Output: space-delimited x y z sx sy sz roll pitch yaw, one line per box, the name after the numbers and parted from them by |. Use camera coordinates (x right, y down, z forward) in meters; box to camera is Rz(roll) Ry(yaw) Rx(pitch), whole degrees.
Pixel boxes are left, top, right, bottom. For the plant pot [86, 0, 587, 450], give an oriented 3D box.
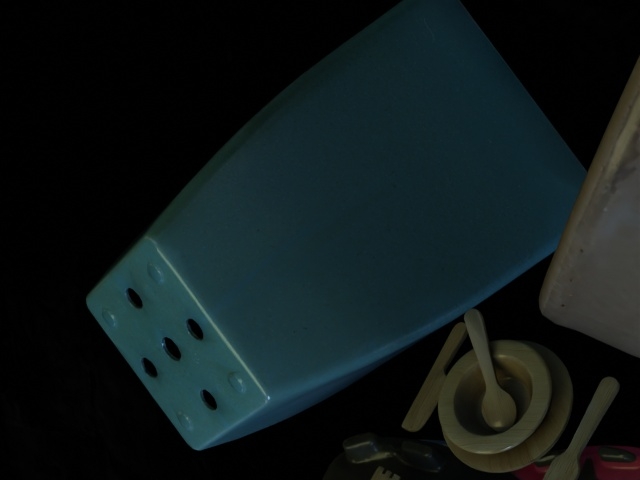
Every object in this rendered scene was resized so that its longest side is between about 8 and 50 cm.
0.000 0.000 0.899 0.165 0.234 0.165 54 145 2 | plant pot

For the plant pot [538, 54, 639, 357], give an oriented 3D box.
0.236 -0.044 0.601 0.229 0.263 0.263 25 138 11 | plant pot

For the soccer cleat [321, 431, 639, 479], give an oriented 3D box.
0.153 0.191 1.009 0.331 0.116 0.143 7 154 38 | soccer cleat

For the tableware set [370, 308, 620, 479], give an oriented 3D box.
0.080 0.139 0.965 0.128 0.194 0.039 19 163 41 | tableware set
